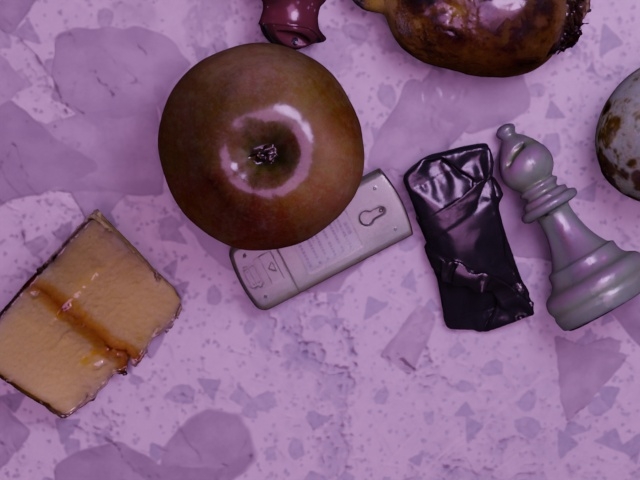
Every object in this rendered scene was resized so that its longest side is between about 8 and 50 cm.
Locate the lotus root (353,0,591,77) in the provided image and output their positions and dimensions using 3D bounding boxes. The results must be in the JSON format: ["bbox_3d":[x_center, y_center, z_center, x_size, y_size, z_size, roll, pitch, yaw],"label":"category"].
[{"bbox_3d":[0.190,-0.288,1.819,0.314,0.141,0.169,4,92,-2],"label":"lotus root"}]

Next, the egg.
[{"bbox_3d":[0.445,-0.149,1.837,0.169,0.169,0.231,45,84,-7],"label":"egg"}]

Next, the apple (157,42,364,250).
[{"bbox_3d":[-0.074,-0.110,1.777,0.256,0.234,0.257,0,100,2],"label":"apple"}]

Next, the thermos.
[{"bbox_3d":[-0.032,-0.400,1.798,0.109,0.136,0.330,8,97,23],"label":"thermos"}]

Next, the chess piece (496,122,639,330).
[{"bbox_3d":[0.299,-0.029,1.875,0.139,0.139,0.272,-30,87,1],"label":"chess piece"}]

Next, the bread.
[{"bbox_3d":[-0.296,0.104,1.842,0.178,0.135,0.240,43,91,-7],"label":"bread"}]

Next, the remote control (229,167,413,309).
[{"bbox_3d":[0.000,0.000,1.895,0.233,0.038,0.098,-28,98,0],"label":"remote control"}]

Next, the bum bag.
[{"bbox_3d":[0.192,0.002,1.895,0.123,0.060,0.248,-19,98,-2],"label":"bum bag"}]
